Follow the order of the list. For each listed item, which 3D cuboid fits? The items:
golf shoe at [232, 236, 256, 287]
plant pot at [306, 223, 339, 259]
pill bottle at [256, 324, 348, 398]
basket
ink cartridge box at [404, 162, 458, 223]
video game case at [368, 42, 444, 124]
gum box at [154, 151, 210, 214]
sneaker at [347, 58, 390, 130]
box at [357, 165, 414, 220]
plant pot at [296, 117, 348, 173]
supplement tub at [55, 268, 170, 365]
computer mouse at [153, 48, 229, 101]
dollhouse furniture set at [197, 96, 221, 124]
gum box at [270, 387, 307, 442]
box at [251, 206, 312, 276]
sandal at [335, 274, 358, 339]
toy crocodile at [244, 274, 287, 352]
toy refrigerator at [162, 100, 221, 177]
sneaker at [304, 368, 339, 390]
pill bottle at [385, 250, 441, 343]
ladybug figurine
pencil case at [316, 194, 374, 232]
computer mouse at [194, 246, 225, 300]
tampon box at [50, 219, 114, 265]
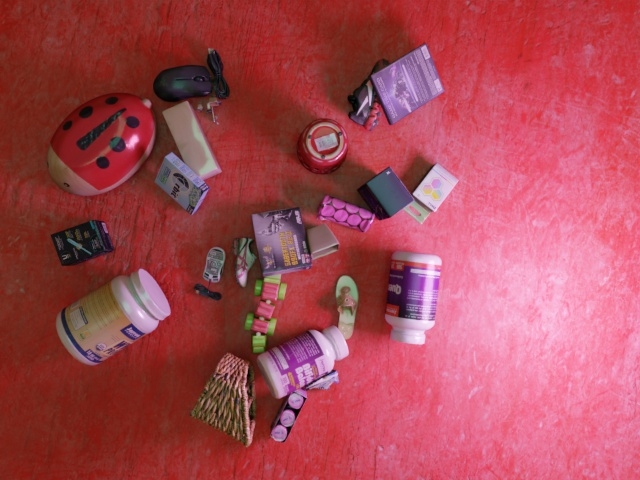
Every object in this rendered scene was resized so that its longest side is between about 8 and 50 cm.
[{"bbox_3d":[-0.277,0.081,1.902,0.086,0.067,0.186,-2,88,-5],"label":"golf shoe"},{"bbox_3d":[0.000,0.000,1.909,0.109,0.109,0.096,-22,76,-4],"label":"plant pot"},{"bbox_3d":[-0.059,0.422,1.844,0.302,0.169,0.169,-24,90,-18],"label":"pill bottle"},{"bbox_3d":[-0.281,0.524,1.776,0.223,0.299,0.213,28,85,0],"label":"basket"},{"bbox_3d":[0.411,-0.177,1.956,0.109,0.062,0.209,39,87,-3],"label":"ink cartridge box"},{"bbox_3d":[0.324,-0.579,1.918,0.274,0.026,0.196,-34,112,-17],"label":"video game case"},{"bbox_3d":[-0.497,-0.200,1.856,0.184,0.157,0.041,42,48,-3],"label":"gum box"},{"bbox_3d":[0.177,-0.556,1.933,0.135,0.097,0.276,17,89,-5],"label":"sneaker"},{"bbox_3d":[0.231,-0.166,1.871,0.108,0.207,0.153,-36,91,-4],"label":"box"},{"bbox_3d":[0.010,-0.348,1.882,0.191,0.174,0.191,0,86,-3],"label":"plant pot"},{"bbox_3d":[-0.708,0.259,1.789,0.316,0.228,0.228,-32,91,-4],"label":"supplement tub"},{"bbox_3d":[-0.486,-0.594,1.904,0.272,0.072,0.188,-14,90,-4],"label":"computer mouse"},{"bbox_3d":[-0.404,-0.468,1.887,0.091,0.114,0.081,-9,93,-6],"label":"dollhouse furniture set"},{"bbox_3d":[-0.118,0.628,1.878,0.062,0.107,0.188,27,87,-3],"label":"gum box"},{"bbox_3d":[-0.143,0.004,1.881,0.183,0.056,0.230,-9,74,-12],"label":"box"},{"bbox_3d":[0.100,0.250,1.916,0.088,0.079,0.239,3,88,-4],"label":"sandal"},{"bbox_3d":[-0.199,0.240,1.884,0.115,0.105,0.340,15,87,-3],"label":"toy crocodile"},{"bbox_3d":[-0.466,-0.357,1.891,0.102,0.094,0.269,-25,89,0],"label":"toy refrigerator"},{"bbox_3d":[0.008,0.532,1.919,0.135,0.052,0.058,-23,94,-4],"label":"sneaker"},{"bbox_3d":[0.333,0.205,1.882,0.182,0.181,0.322,7,88,-4],"label":"pill bottle"},{"bbox_3d":[-0.780,-0.353,1.833,0.305,0.162,0.449,44,86,-1],"label":"ladybug figurine"},{"bbox_3d":[0.092,-0.094,1.920,0.209,0.095,0.098,19,94,-5],"label":"pencil case"},{"bbox_3d":[-0.394,0.117,1.909,0.106,0.042,0.192,17,93,1],"label":"computer mouse"},{"bbox_3d":[-0.847,0.009,1.849,0.161,0.101,0.120,-20,89,-3],"label":"tampon box"}]
